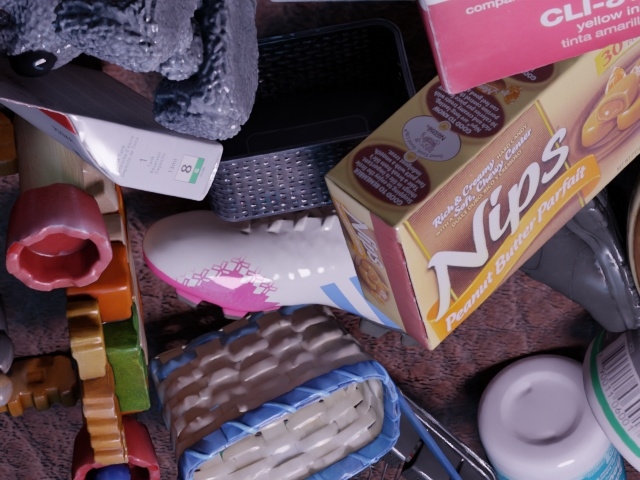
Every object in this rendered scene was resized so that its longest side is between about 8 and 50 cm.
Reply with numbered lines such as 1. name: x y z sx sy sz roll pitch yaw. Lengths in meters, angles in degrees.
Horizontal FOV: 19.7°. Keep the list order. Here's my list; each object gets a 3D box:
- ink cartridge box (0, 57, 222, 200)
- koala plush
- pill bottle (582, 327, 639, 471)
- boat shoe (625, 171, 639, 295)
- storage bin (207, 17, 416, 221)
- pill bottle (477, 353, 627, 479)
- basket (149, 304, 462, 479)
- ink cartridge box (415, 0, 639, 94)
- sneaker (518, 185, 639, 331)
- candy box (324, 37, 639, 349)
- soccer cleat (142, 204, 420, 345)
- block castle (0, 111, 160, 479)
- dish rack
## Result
1. ink cartridge box: -0.212 -0.098 1.386 0.225 0.181 0.056 8 108 -43
2. koala plush: -0.171 -0.189 1.332 0.221 0.203 0.196 -1 162 22
3. pill bottle: 0.444 0.080 1.815 0.204 0.204 0.361 15 138 -32
4. boat shoe: 0.352 -0.044 1.617 0.122 0.120 0.324 -6 126 -14
5. storage bin: -0.012 -0.098 1.511 0.180 0.122 0.084 -11 145 -1
6. pill bottle: 0.263 0.247 2.046 0.146 0.146 0.264 -15 145 6
7. basket: -0.019 0.208 1.773 0.255 0.289 0.201 -24 144 -7
8. ink cartridge box: 0.087 -0.323 1.092 0.160 0.279 0.384 -15 145 5
9. sneaker: 0.227 -0.004 1.745 0.130 0.109 0.286 -13 139 20
10. candy box: 0.157 -0.080 1.483 0.316 0.087 0.183 -41 147 -15
11. soccer cleat: 0.000 0.000 1.682 0.331 0.116 0.143 11 123 -31
12. block castle: -0.306 0.101 1.630 0.303 0.213 0.453 -9 144 -4
13. dish rack: 0.034 0.270 2.014 0.208 0.074 0.271 41 134 -9
